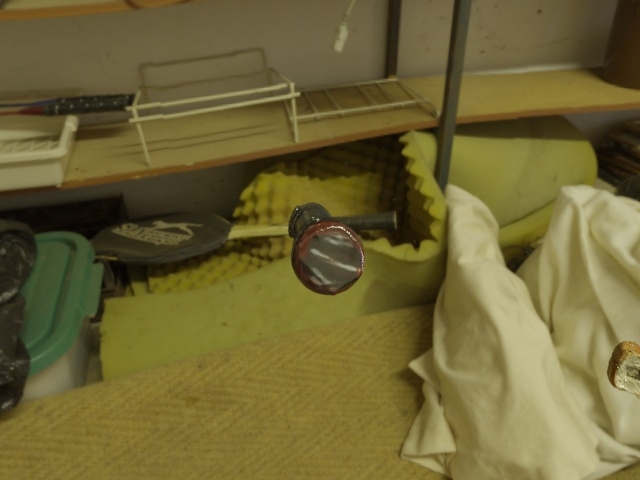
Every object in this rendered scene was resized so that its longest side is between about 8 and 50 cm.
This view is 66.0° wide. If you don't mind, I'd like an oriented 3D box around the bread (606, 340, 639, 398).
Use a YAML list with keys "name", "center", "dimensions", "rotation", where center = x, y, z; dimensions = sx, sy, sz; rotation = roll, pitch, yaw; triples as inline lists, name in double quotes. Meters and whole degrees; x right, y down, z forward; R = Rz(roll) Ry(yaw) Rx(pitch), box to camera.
- name: "bread"
  center: [0.565, 0.232, 0.893]
  dimensions: [0.077, 0.083, 0.070]
  rotation: [24, 16, 32]

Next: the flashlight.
- name: "flashlight"
  center: [0.000, 0.000, 0.662]
  dimensions: [0.093, 0.092, 0.232]
  rotation: [-5, 13, -4]
